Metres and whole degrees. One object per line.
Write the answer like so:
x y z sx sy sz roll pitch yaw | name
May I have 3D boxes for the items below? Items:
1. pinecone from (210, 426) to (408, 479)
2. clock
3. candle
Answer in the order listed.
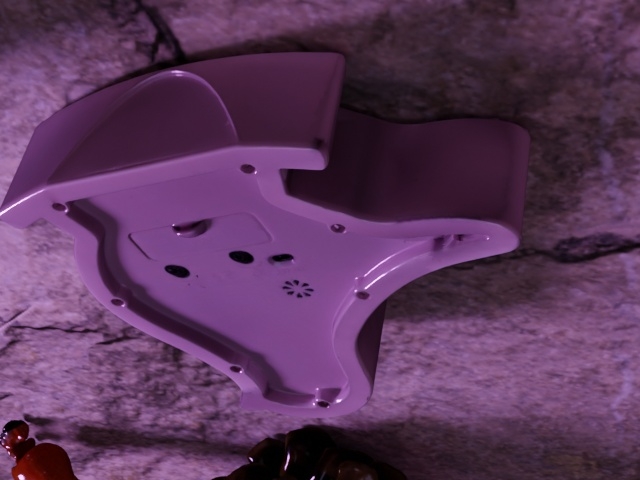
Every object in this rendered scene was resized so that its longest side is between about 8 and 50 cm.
-0.012 0.265 1.175 0.203 0.201 0.228 2 120 -15 | pinecone
0.000 0.000 0.897 0.290 0.080 0.275 -11 139 32 | clock
-0.161 0.272 1.195 0.051 0.329 0.048 -15 141 -40 | candle
